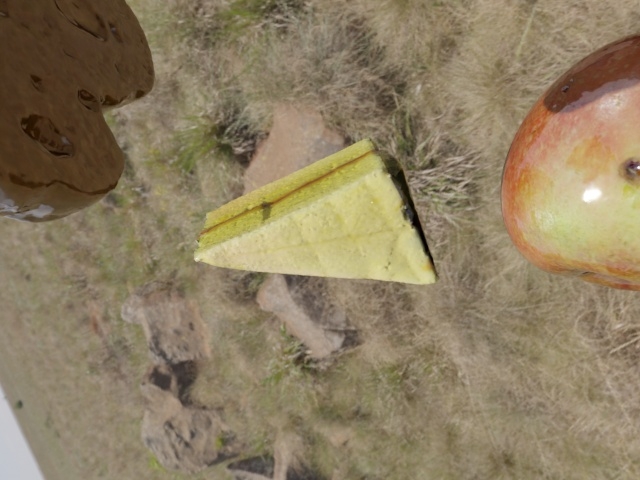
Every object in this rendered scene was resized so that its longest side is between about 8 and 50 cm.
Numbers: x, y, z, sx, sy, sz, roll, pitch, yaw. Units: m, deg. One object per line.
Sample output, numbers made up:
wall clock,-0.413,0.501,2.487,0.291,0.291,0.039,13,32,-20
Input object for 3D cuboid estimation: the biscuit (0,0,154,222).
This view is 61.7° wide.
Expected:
biscuit,-0.236,-0.186,0.347,0.381,0.074,0.359,38,-142,-73

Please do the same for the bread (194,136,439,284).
bread,-0.004,0.000,0.691,0.168,0.264,0.163,-97,-18,-65

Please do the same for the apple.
apple,0.388,-0.079,0.616,0.348,0.348,0.277,9,87,53
